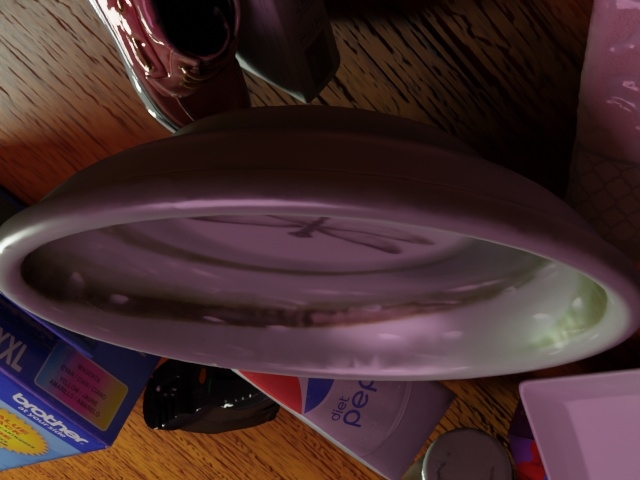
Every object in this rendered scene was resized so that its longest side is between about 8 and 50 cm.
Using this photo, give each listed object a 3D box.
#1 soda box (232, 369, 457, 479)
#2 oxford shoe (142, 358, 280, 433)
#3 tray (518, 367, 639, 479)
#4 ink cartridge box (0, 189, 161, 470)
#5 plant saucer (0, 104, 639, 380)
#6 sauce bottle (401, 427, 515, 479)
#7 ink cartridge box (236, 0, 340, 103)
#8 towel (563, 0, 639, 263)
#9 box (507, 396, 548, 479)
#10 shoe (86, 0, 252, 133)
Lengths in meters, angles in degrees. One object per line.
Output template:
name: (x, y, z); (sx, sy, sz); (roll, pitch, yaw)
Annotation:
soda box: (-0.033, 0.075, 1.099); (0.286, 0.091, 0.098); (39, 172, -21)
oxford shoe: (-0.065, 0.127, 1.262); (0.096, 0.082, 0.227); (17, 155, -33)
tray: (0.288, 0.147, 0.994); (0.270, 0.030, 0.145); (-10, 107, 32)
ink cartridge box: (-0.328, 0.083, 1.305); (0.270, 0.151, 0.395); (40, 145, -22)
plant saucer: (0.000, 0.000, 0.862); (0.401, 0.100, 0.400); (4, 163, 1)
sauce bottle: (0.118, 0.242, 1.193); (0.111, 0.111, 0.344); (20, 161, 9)
ink cartridge box: (-0.076, -0.170, 0.834); (0.179, 0.045, 0.145); (34, 165, 22)
towel: (0.298, -0.055, 0.729); (0.332, 0.053, 0.317); (17, 148, 13)
box: (0.280, 0.238, 1.175); (0.201, 0.057, 0.293); (10, 145, 24)
shoe: (-0.076, -0.109, 0.801); (0.081, 0.063, 0.178); (31, 161, 45)
